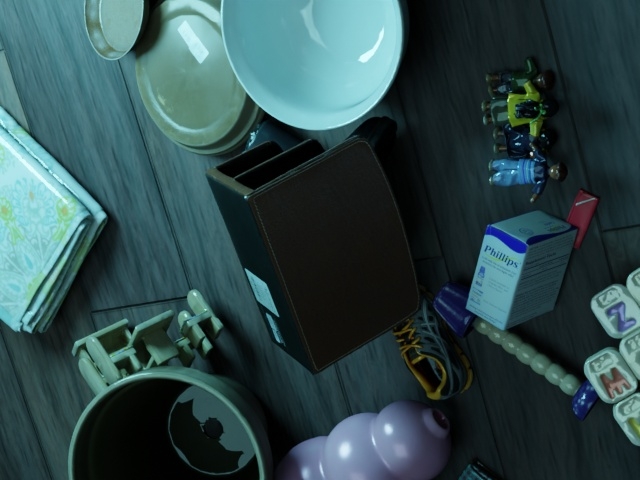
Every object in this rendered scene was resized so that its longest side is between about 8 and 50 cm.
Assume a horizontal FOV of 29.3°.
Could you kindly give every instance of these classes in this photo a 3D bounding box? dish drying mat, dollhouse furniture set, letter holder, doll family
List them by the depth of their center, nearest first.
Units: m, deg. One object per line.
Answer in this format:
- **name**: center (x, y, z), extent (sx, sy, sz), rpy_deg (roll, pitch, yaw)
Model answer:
- **doll family**: center (0.285, -0.151, 1.687), extent (0.111, 0.076, 0.193), rpy_deg (0, 112, 27)
- **dish drying mat**: center (0.362, -0.030, 1.717), extent (0.032, 0.008, 0.083), rpy_deg (28, 119, 20)
- **letter holder**: center (0.000, 0.000, 1.792), extent (0.152, 0.214, 0.302), rpy_deg (31, 145, 58)
- **dollhouse furniture set**: center (-0.320, 0.178, 2.094), extent (0.161, 0.212, 0.242), rpy_deg (53, 144, 17)

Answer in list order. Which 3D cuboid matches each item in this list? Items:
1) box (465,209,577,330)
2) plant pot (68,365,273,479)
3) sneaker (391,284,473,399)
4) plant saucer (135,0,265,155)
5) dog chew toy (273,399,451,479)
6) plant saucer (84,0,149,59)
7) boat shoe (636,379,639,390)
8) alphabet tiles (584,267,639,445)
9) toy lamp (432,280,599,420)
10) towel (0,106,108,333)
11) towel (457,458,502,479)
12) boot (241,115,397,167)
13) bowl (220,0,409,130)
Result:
- **box**: center (0.281, 0.039, 1.715), extent (0.072, 0.126, 0.137), rpy_deg (31, 121, 35)
- **plant pot**: center (-0.209, 0.344, 2.009), extent (0.323, 0.280, 0.323), rpy_deg (1, 97, 12)
- **sneaker**: center (0.150, 0.148, 1.867), extent (0.084, 0.083, 0.215), rpy_deg (-41, 82, 37)
- **plant saucer**: center (-0.197, -0.269, 1.944), extent (0.277, 0.041, 0.278), rpy_deg (10, 107, 35)
- **dog chew toy**: center (0.072, 0.369, 1.929), extent (0.332, 0.206, 0.207), rpy_deg (-41, 84, 27)
- **plant saucer**: center (-0.326, -0.376, 1.984), extent (0.168, 0.029, 0.169), rpy_deg (3, 95, 47)
- **boat shoe**: center (0.480, 0.231, 1.701), extent (0.178, 0.064, 0.060), rpy_deg (39, 121, 12)
- **alphabet tiles**: center (0.503, 0.151, 1.633), extent (0.284, 0.021, 0.278), rpy_deg (-34, 88, 17)
- **toy lamp**: center (0.287, 0.153, 1.787), extent (0.274, 0.080, 0.080), rpy_deg (33, 121, 16)
- **towel**: center (-0.582, -0.050, 2.252), extent (0.374, 0.090, 0.320), rpy_deg (42, 120, 13)
- **towel**: center (0.321, 0.550, 1.928), extent (0.370, 0.040, 0.271), rpy_deg (38, 122, 15)
- **boot**: center (-0.015, -0.126, 1.863), extent (0.207, 0.094, 0.246), rpy_deg (34, 127, 13)
- **bowl**: center (0.014, -0.315, 1.756), extent (0.297, 0.134, 0.298), rpy_deg (12, 113, 28)
